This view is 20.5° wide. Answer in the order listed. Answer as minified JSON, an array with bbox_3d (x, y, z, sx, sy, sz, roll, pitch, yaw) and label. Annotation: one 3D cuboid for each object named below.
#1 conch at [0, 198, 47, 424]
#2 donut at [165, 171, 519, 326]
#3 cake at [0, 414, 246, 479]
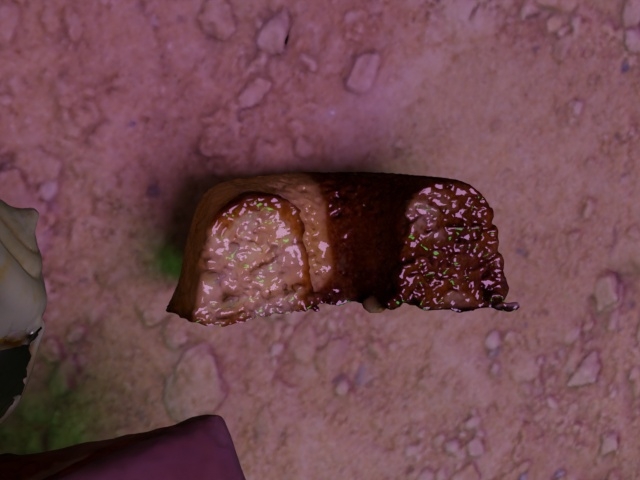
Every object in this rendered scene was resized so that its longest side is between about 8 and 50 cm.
[{"bbox_3d":[-0.249,0.074,0.994,0.143,0.137,0.250,39,81,-8],"label":"conch"},{"bbox_3d":[-0.002,0.001,1.119,0.217,0.141,0.085,-4,99,-28],"label":"donut"},{"bbox_3d":[-0.179,0.246,0.967,0.309,0.237,0.230,-18,90,-55],"label":"cake"}]
